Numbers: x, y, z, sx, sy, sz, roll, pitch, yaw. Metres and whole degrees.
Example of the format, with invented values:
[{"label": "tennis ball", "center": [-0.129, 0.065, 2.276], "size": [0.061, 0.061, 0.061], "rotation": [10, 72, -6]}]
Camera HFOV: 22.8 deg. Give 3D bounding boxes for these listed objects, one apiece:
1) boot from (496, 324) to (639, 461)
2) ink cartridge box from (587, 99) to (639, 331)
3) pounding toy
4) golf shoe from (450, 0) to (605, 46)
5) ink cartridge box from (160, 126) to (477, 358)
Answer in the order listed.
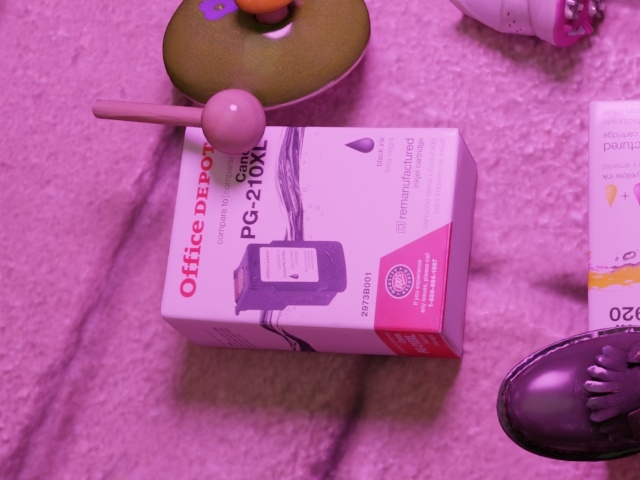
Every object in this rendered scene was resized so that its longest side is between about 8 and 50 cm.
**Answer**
[{"label": "boot", "center": [0.228, 0.078, 0.982], "size": [0.263, 0.229, 0.091], "rotation": [-9, 78, 11]}, {"label": "ink cartridge box", "center": [0.290, 0.028, 1.191], "size": [0.171, 0.168, 0.232], "rotation": [-1, 76, 14]}, {"label": "pounding toy", "center": [-0.070, -0.190, 1.329], "size": [0.183, 0.110, 0.237], "rotation": [19, 52, 30]}, {"label": "golf shoe", "center": [0.179, -0.320, 1.326], "size": [0.140, 0.115, 0.306], "rotation": [11, 94, 32]}, {"label": "ink cartridge box", "center": [0.000, 0.000, 1.314], "size": [0.237, 0.100, 0.172], "rotation": [2, 74, 16]}]
